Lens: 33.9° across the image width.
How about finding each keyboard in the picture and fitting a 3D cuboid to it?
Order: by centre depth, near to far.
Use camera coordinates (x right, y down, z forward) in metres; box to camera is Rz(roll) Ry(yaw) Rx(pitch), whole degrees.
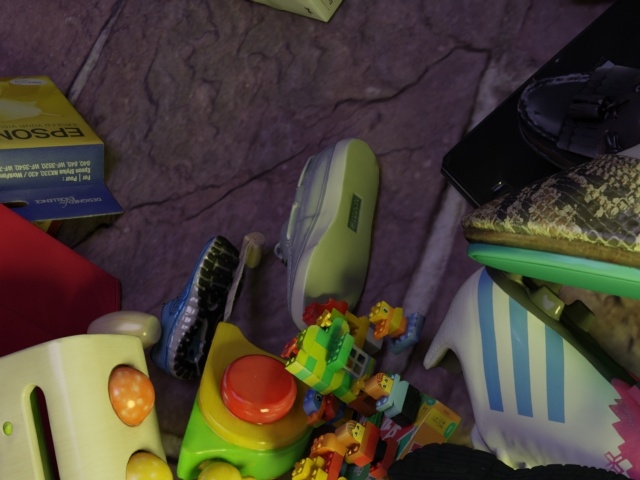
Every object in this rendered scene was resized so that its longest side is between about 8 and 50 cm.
[{"bbox_3d":[0.276,-0.120,0.968,0.317,0.033,0.201,-42,45,6],"label":"keyboard"}]

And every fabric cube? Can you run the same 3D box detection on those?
[{"bbox_3d":[-0.398,0.128,1.125,0.254,0.258,0.259,-24,51,23],"label":"fabric cube"}]

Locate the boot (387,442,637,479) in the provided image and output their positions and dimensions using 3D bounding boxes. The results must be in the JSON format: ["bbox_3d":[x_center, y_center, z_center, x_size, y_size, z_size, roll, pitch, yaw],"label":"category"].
[{"bbox_3d":[0.157,0.241,0.737,0.083,0.161,0.247,-25,19,-38],"label":"boot"}]

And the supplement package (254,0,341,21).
[{"bbox_3d":[-0.032,-0.445,1.281,0.199,0.198,0.262,27,79,42],"label":"supplement package"}]

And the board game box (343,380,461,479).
[{"bbox_3d":[0.013,0.236,0.880,0.259,0.039,0.124,-57,14,-6],"label":"board game box"}]

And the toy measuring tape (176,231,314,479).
[{"bbox_3d":[-0.052,0.121,1.010,0.121,0.121,0.330,-19,35,24],"label":"toy measuring tape"}]

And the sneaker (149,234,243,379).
[{"bbox_3d":[-0.140,0.066,1.119,0.073,0.063,0.162,6,65,41],"label":"sneaker"}]

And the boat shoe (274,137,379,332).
[{"bbox_3d":[-0.001,-0.001,1.062,0.081,0.079,0.227,-14,49,39],"label":"boat shoe"}]

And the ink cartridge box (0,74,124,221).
[{"bbox_3d":[-0.440,-0.119,1.313,0.307,0.304,0.072,41,129,46],"label":"ink cartridge box"}]

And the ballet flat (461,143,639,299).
[{"bbox_3d":[0.340,0.007,0.704,0.483,0.164,0.182,22,90,28],"label":"ballet flat"}]

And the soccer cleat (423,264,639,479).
[{"bbox_3d":[0.200,0.150,0.805,0.143,0.116,0.331,-54,42,15],"label":"soccer cleat"}]

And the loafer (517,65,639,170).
[{"bbox_3d":[0.296,-0.090,0.852,0.303,0.095,0.109,21,82,29],"label":"loafer"}]

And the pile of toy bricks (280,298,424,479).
[{"bbox_3d":[0.012,0.112,0.891,0.118,0.105,0.212,-39,21,41],"label":"pile of toy bricks"}]

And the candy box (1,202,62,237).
[{"bbox_3d":[-0.427,-0.015,1.381,0.187,0.053,0.109,6,66,36],"label":"candy box"}]

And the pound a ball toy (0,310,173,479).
[{"bbox_3d":[-0.181,0.207,0.977,0.136,0.208,0.319,-18,77,22],"label":"pound a ball toy"}]
